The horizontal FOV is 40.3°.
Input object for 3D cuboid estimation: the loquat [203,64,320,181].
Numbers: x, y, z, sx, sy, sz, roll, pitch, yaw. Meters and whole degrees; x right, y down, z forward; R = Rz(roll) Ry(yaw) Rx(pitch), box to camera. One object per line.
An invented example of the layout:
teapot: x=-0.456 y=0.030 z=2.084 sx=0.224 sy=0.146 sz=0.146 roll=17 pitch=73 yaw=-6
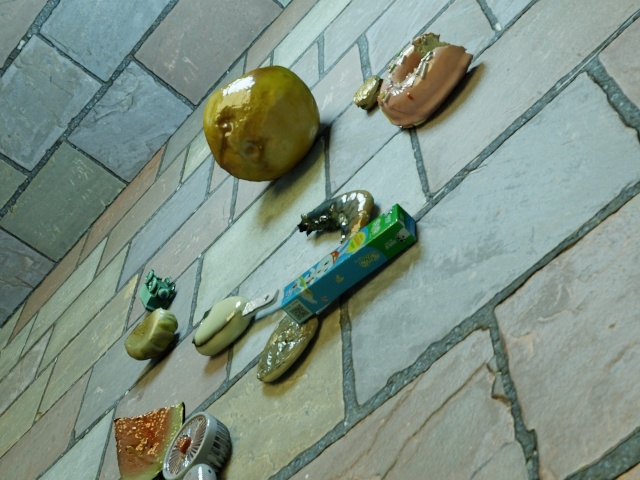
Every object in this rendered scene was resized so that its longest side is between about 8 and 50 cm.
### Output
loquat: x=-0.135 y=-0.276 z=2.072 sx=0.276 sy=0.276 sz=0.284 roll=-45 pitch=7 yaw=20

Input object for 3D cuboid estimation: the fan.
fan: x=-0.204 y=0.385 z=1.448 sx=0.130 sy=0.074 sz=0.244 roll=-48 pitch=23 yaw=11

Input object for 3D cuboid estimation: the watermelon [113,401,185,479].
watermelon: x=-0.311 y=0.379 z=1.660 sx=0.146 sy=0.137 sz=0.193 roll=-15 pitch=27 yaw=0

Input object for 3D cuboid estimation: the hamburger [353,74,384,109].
hamburger: x=0.110 y=-0.326 z=1.923 sx=0.083 sy=0.044 sz=0.076 roll=-46 pitch=25 yaw=22

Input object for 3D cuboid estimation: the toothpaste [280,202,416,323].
toothpaste: x=0.044 y=0.042 z=1.470 sx=0.267 sy=0.050 sz=0.065 roll=-37 pitch=20 yaw=24

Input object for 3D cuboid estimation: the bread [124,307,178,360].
bread: x=-0.390 y=0.230 z=2.040 sx=0.157 sy=0.083 sz=0.094 roll=-51 pitch=25 yaw=12

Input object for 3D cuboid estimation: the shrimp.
shrimp: x=0.000 y=0.000 z=1.650 sx=0.262 sy=0.051 sz=0.198 roll=-14 pitch=45 yaw=54

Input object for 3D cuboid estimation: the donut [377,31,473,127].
donut: x=0.189 y=-0.315 z=1.698 sx=0.199 sy=0.085 sz=0.233 roll=-51 pitch=20 yaw=9

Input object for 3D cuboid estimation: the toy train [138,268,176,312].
toy train: x=-0.432 y=0.137 z=2.288 sx=0.099 sy=0.070 sz=0.172 roll=-64 pitch=21 yaw=2

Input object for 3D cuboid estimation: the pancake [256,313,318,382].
pancake: x=-0.058 y=0.182 z=1.527 sx=0.158 sy=0.028 sz=0.158 roll=-44 pitch=20 yaw=21

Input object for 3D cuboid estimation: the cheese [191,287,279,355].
cheese: x=-0.162 y=0.149 z=1.746 sx=0.252 sy=0.054 sz=0.127 roll=-29 pitch=32 yaw=44
